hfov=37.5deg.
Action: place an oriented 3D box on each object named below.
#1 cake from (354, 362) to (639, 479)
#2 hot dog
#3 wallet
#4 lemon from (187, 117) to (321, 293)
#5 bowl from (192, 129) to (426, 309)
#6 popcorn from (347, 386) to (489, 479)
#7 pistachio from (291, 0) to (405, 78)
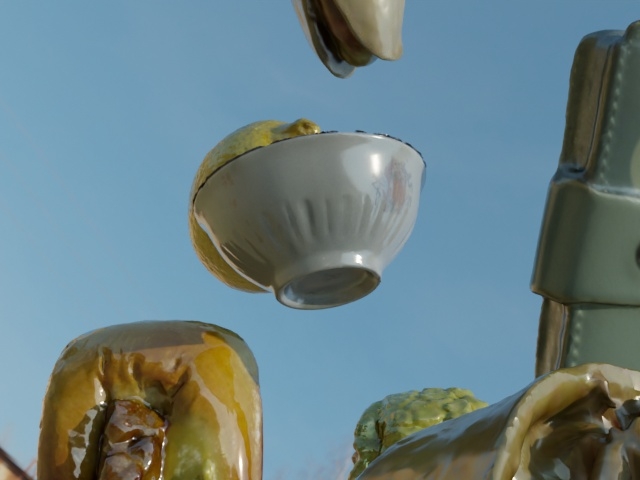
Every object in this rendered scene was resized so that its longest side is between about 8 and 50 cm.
[{"bbox_3d":[0.205,0.202,0.466,0.332,0.332,0.321,46,-49,-13],"label":"cake"},{"bbox_3d":[-0.143,0.282,0.833,0.185,0.223,0.405,-1,-62,-7],"label":"hot dog"},{"bbox_3d":[0.293,0.009,0.753,0.252,0.360,0.083,4,12,-10],"label":"wallet"},{"bbox_3d":[-0.059,-0.037,1.090,0.187,0.187,0.244,35,-57,4],"label":"lemon"},{"bbox_3d":[0.000,0.000,0.729,0.189,0.086,0.189,-10,-25,-5],"label":"bowl"},{"bbox_3d":[0.133,0.321,1.302,0.225,0.286,0.174,51,-9,-8],"label":"popcorn"},{"bbox_3d":[0.024,-0.285,1.001,0.144,0.144,0.215,-20,-100,53],"label":"pistachio"}]
